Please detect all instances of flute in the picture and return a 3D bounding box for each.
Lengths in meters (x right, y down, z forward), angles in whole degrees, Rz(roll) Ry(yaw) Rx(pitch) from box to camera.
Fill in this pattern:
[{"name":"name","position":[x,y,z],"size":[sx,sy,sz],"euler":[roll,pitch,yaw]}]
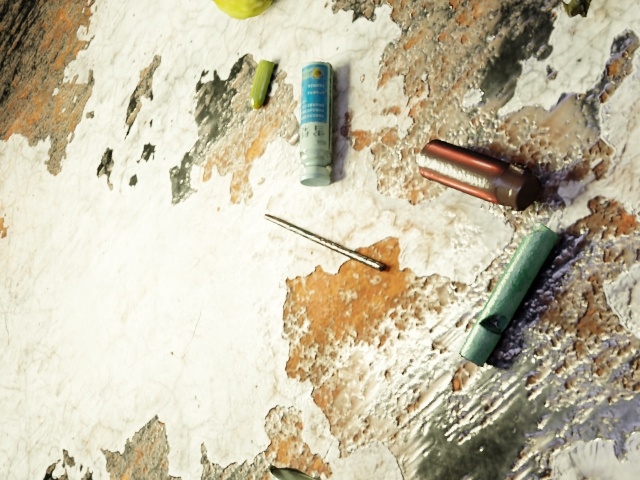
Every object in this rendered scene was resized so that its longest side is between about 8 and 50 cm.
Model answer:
[{"name":"flute","position":[0.000,0.000,1.280],"size":[0.270,0.014,0.014],"euler":[24,97,45]}]

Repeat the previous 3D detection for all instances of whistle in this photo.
[{"name":"whistle","position":[0.227,0.065,1.030],"size":[0.039,0.039,0.186],"euler":[38,106,42]}]

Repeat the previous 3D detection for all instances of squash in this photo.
[{"name":"squash","position":[-0.100,-0.260,1.434],"size":[0.027,0.027,0.083],"euler":[18,92,45]}]

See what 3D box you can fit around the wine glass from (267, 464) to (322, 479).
[{"name":"wine glass","position":[-0.055,0.408,1.162],"size":[0.122,0.122,0.182],"euler":[16,90,45]}]

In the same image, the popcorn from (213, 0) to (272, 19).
[{"name":"popcorn","position":[-0.121,-0.530,1.341],"size":[0.334,0.292,0.293],"euler":[-43,27,22]}]

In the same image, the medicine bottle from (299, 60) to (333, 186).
[{"name":"medicine bottle","position":[-0.007,-0.179,1.307],"size":[0.051,0.051,0.191],"euler":[-10,72,42]}]

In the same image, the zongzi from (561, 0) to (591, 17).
[{"name":"zongzi","position":[0.241,-0.402,1.082],"size":[0.260,0.123,0.289],"euler":[5,87,49]}]

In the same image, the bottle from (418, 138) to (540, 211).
[{"name":"bottle","position":[0.200,-0.084,1.079],"size":[0.164,0.060,0.060],"euler":[27,99,44]}]
